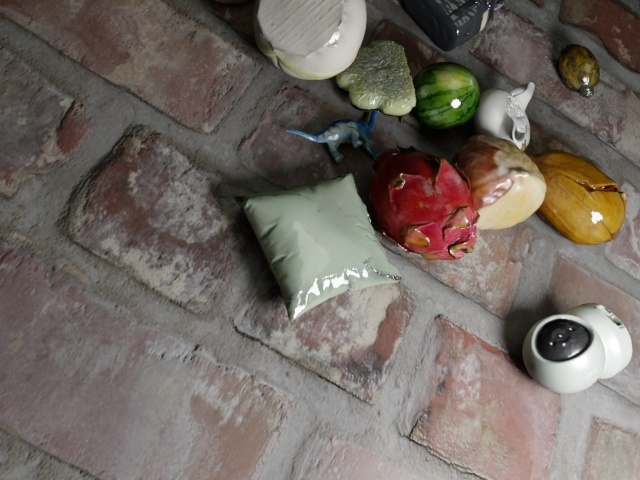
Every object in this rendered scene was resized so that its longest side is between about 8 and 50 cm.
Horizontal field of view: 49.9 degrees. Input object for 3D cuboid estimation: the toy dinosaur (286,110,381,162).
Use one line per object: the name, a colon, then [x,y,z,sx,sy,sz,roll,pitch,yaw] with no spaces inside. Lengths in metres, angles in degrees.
toy dinosaur: [0.079,-0.269,1.770,0.329,0.076,0.144,-22,68,-33]

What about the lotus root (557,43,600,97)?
lotus root: [0.833,-0.544,2.205,0.120,0.120,0.210,0,63,-23]

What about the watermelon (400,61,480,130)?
watermelon: [0.328,-0.391,1.882,0.188,0.214,0.188,22,63,-50]

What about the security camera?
security camera: [0.599,0.269,1.654,0.236,0.194,0.195,-17,72,-24]

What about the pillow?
pillow: [0.000,0.000,1.569,0.312,0.119,0.310,-16,75,-29]

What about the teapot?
teapot: [0.523,-0.344,1.938,0.204,0.139,0.298,40,46,-22]

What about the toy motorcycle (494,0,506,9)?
toy motorcycle: [0.501,-0.852,2.218,0.182,0.241,0.319,17,51,34]

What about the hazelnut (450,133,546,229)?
hazelnut: [0.451,-0.147,1.769,0.261,0.241,0.261,7,68,-19]

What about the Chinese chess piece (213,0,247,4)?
Chinese chess piece: [-0.255,-0.759,1.860,0.249,0.103,0.250,10,62,-20]

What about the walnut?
walnut: [0.683,-0.131,1.888,0.336,0.209,0.209,40,56,9]

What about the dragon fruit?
dragon fruit: [0.243,-0.095,1.656,0.250,0.250,0.315,-8,76,-26]

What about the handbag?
handbag: [0.380,-0.706,2.051,0.181,0.181,0.254,-38,82,-13]

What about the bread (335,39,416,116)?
bread: [0.143,-0.444,1.858,0.207,0.056,0.287,-8,55,-6]

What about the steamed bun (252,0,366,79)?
steamed bun: [-0.017,-0.557,1.775,0.309,0.309,0.309,10,61,-18]
